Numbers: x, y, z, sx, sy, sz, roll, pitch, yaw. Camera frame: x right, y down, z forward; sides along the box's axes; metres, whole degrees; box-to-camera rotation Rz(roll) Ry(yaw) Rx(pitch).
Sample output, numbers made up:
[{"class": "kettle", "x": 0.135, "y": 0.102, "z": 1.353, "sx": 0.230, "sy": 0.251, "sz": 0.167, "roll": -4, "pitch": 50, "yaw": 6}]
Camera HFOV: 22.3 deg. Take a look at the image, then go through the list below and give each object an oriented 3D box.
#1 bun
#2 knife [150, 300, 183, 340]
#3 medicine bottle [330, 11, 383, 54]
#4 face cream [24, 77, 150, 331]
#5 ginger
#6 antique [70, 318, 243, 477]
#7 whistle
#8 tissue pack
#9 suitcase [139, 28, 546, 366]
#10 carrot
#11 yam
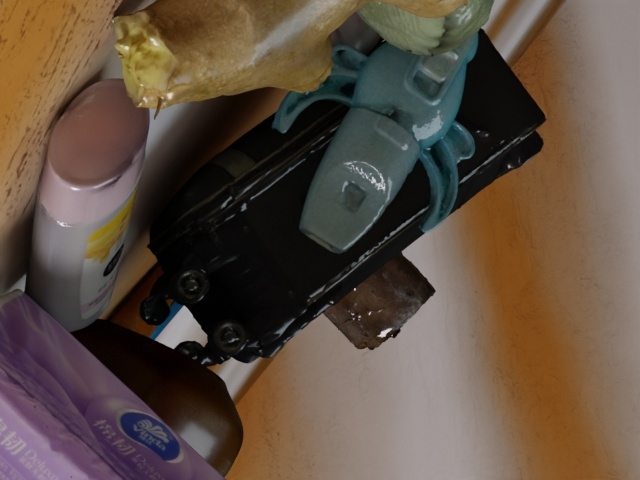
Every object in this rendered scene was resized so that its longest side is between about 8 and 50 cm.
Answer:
[{"class": "bun", "x": 0.081, "y": -0.252, "z": 1.380, "sx": 0.118, "sy": 0.195, "sz": 0.195, "roll": -41, "pitch": 170, "yaw": -16}, {"class": "knife", "x": -0.174, "y": 0.071, "z": 1.930, "sx": 0.296, "sy": 0.026, "sz": 0.044, "roll": -49, "pitch": -169, "yaw": 37}, {"class": "medicine bottle", "x": 0.032, "y": -0.233, "z": 1.594, "sx": 0.260, "sy": 0.095, "sz": 0.095, "roll": -43, "pitch": 169, "yaw": -49}, {"class": "face cream", "x": -0.191, "y": -0.018, "z": 1.298, "sx": 0.269, "sy": 0.073, "sz": 0.107, "roll": 114, "pitch": 2, "yaw": -59}, {"class": "ginger", "x": 0.012, "y": -0.234, "z": 1.209, "sx": 0.375, "sy": 0.166, "sz": 0.236, "roll": -46, "pitch": 154, "yaw": 11}, {"class": "antique", "x": -0.189, "y": 0.164, "z": 1.597, "sx": 0.278, "sy": 0.223, "sz": 0.129, "roll": 0, "pitch": -118, "yaw": 64}, {"class": "whistle", "x": 0.067, "y": -0.112, "z": 1.482, "sx": 0.274, "sy": 0.186, "sz": 0.093, "roll": -59, "pitch": -165, "yaw": -13}, {"class": "tissue pack", "x": -0.215, "y": 0.236, "z": 1.325, "sx": 0.242, "sy": 0.338, "sz": 0.160, "roll": -50, "pitch": 173, "yaw": 25}, {"class": "suitcase", "x": 0.012, "y": -0.050, "z": 1.650, "sx": 0.434, "sy": 0.194, "sz": 0.283, "roll": -35, "pitch": -178, "yaw": -16}, {"class": "carrot", "x": -0.215, "y": 0.102, "z": 1.834, "sx": 0.271, "sy": 0.062, "sz": 0.066, "roll": -55, "pitch": 143, "yaw": -11}, {"class": "yam", "x": 0.001, "y": 0.000, "z": 1.879, "sx": 0.131, "sy": 0.280, "sz": 0.131, "roll": -42, "pitch": 173, "yaw": -6}]
